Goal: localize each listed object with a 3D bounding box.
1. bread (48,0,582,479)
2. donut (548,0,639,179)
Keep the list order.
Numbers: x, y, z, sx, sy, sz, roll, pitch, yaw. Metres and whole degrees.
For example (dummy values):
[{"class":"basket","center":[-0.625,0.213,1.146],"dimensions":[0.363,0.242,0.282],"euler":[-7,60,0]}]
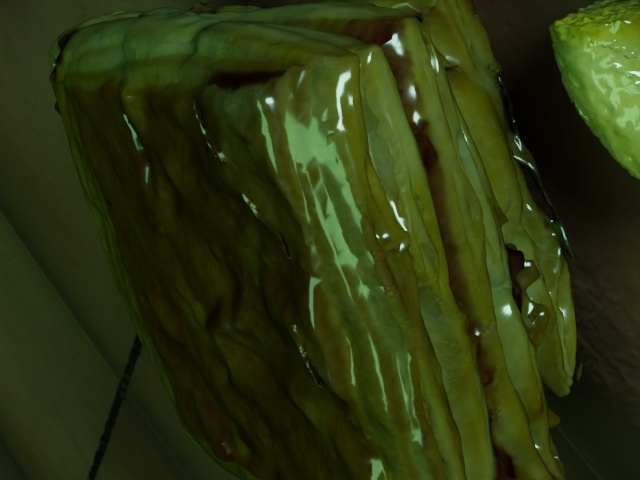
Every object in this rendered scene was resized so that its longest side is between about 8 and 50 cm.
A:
[{"class":"bread","center":[0.000,0.000,0.559],"dimensions":[0.324,0.167,0.278],"euler":[13,124,60]},{"class":"donut","center":[0.156,-0.079,0.375],"dimensions":[0.146,0.078,0.181],"euler":[53,147,19]}]
